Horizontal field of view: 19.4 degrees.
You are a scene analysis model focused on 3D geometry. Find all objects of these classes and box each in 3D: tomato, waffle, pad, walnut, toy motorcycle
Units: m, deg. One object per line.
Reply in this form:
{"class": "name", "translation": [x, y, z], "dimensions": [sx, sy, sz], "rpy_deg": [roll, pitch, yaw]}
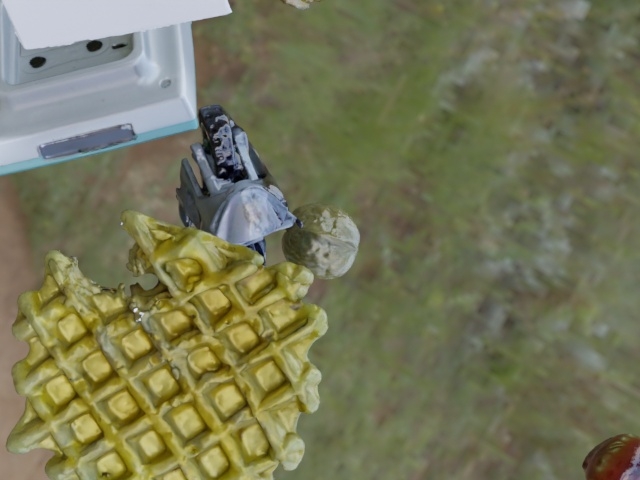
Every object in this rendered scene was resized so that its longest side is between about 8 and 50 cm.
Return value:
{"class": "tomato", "translation": [0.314, 0.241, 1.951], "dimensions": [0.087, 0.075, 0.087], "rpy_deg": [-17, 121, -30]}
{"class": "waffle", "translation": [-0.129, 0.107, 1.542], "dimensions": [0.056, 0.261, 0.250], "rpy_deg": [-88, -167, -79]}
{"class": "pad", "translation": [-0.216, -0.267, 1.867], "dimensions": [0.004, 0.232, 0.156], "rpy_deg": [-82, 159, -49]}
{"class": "walnut", "translation": [0.000, 0.000, 2.082], "dimensions": [0.092, 0.092, 0.092], "rpy_deg": [-52, 162, -25]}
{"class": "toy motorcycle", "translation": [-0.089, -0.018, 1.999], "dimensions": [0.106, 0.159, 0.270], "rpy_deg": [-20, 143, -13]}

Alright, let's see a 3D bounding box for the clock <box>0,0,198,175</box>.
{"class": "clock", "translation": [-0.285, -0.210, 2.217], "dimensions": [0.116, 0.262, 0.231], "rpy_deg": [70, 9, -45]}

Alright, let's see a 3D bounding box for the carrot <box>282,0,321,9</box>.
{"class": "carrot", "translation": [0.016, -0.228, 1.342], "dimensions": [0.114, 0.114, 0.302], "rpy_deg": [-65, 176, 16]}
